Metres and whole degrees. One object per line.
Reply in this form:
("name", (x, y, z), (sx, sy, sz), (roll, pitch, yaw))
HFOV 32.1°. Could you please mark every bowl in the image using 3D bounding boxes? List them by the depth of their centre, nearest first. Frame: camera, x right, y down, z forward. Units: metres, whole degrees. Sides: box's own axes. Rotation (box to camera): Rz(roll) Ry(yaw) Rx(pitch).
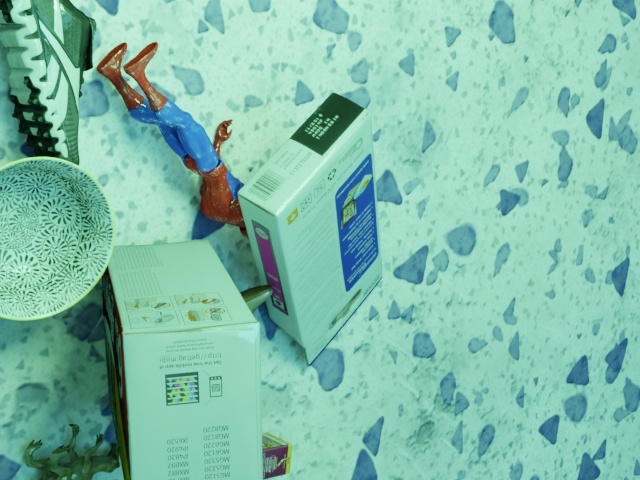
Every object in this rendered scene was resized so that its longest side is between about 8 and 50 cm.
("bowl", (-0.303, -0.012, 1.130), (0.170, 0.080, 0.170), (-14, 115, -31))

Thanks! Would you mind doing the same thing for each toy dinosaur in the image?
("toy dinosaur", (-0.292, 0.267, 1.238), (0.183, 0.053, 0.093), (-29, 120, -35))

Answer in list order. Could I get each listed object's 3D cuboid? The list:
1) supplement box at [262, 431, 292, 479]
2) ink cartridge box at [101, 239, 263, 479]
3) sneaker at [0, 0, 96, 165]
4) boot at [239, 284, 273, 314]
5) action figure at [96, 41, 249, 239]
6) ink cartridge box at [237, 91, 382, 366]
("supplement box", (-0.085, 0.280, 1.431), (0.083, 0.055, 0.043), (-2, 102, -42))
("ink cartridge box", (-0.149, 0.169, 1.154), (0.130, 0.309, 0.272), (-4, 105, -14))
("sneaker", (-0.266, -0.183, 1.128), (0.106, 0.078, 0.234), (-27, 116, -33))
("boot", (-0.096, 0.111, 1.353), (0.087, 0.118, 0.042), (66, 17, -12))
("action figure", (-0.119, -0.126, 1.271), (0.139, 0.091, 0.280), (-48, 127, -25))
("ink cartridge box", (0.000, 0.000, 1.377), (0.176, 0.069, 0.371), (-49, 153, -23))
